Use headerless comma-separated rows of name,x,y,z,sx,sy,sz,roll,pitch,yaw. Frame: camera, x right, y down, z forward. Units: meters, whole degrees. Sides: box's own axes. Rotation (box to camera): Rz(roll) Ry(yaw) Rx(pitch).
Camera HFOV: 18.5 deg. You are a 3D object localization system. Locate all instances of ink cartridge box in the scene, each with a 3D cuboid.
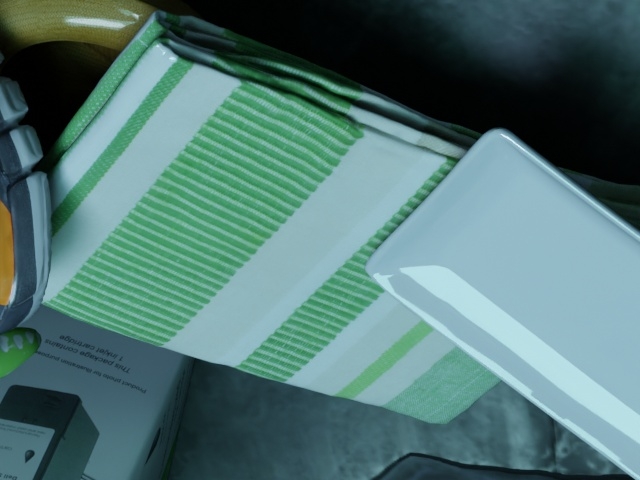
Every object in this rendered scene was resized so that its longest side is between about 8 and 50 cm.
ink cartridge box,-0.185,0.193,1.216,0.122,0.289,0.211,19,134,3

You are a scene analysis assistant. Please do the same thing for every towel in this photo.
towel,0.000,0.000,1.085,0.325,0.038,0.248,17,139,-26

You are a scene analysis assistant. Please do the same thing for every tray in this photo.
tray,0.165,0.053,1.025,0.270,0.030,0.145,37,138,-4

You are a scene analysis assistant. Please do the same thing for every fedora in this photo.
fedora,-0.107,-0.085,1.084,0.194,0.079,0.194,7,140,6

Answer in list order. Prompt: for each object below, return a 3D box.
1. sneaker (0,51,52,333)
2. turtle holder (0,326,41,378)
sneaker,-0.265,-0.084,0.988,0.125,0.180,0.321,-28,85,51
turtle holder,-0.347,0.028,1.124,0.320,0.243,0.227,-29,110,-8
